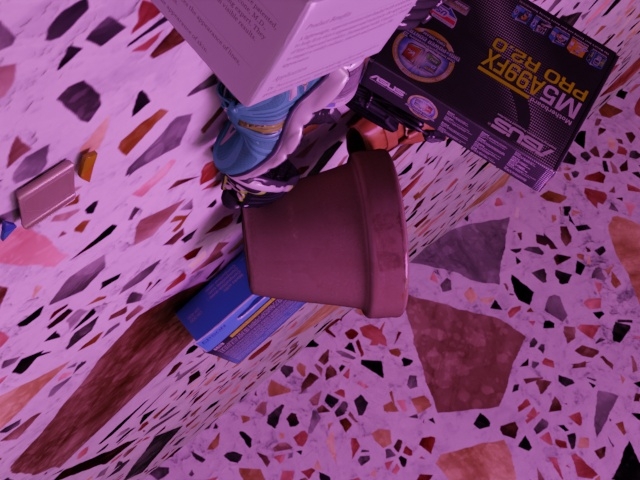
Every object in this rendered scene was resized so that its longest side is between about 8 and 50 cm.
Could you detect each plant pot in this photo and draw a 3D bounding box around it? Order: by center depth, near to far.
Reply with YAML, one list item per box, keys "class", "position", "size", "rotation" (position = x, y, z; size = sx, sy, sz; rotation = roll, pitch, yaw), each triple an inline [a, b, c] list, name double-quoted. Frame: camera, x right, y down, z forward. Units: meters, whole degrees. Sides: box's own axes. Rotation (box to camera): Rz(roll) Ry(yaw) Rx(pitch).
- class: "plant pot"
  position: [0.000, 0.000, 1.625]
  size: [0.229, 0.263, 0.263]
  rotation: [-6, 162, -7]

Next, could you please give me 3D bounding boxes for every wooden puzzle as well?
- class: "wooden puzzle"
  position: [-0.281, -0.048, 1.103]
  size: [0.116, 0.014, 0.078]
  rotation: [-36, 163, -31]

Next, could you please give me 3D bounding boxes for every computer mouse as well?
- class: "computer mouse"
  position: [0.104, -0.189, 1.483]
  size: [0.060, 0.184, 0.262]
  rotation: [-60, 167, 2]

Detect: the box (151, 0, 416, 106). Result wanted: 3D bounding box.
- class: "box"
  position: [-0.033, -0.227, 0.842]
  size: [0.181, 0.182, 0.119]
  rotation: [-30, 166, -45]

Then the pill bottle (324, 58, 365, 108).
- class: "pill bottle"
  position: [0.015, -0.222, 1.287]
  size: [0.078, 0.078, 0.137]
  rotation: [-39, 169, -17]

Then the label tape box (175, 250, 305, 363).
- class: "label tape box"
  position: [-0.122, 0.089, 1.907]
  size: [0.249, 0.115, 0.348]
  rotation: [-42, 166, -2]

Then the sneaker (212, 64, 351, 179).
- class: "sneaker"
  position: [-0.070, -0.166, 1.227]
  size: [0.110, 0.107, 0.275]
  rotation: [2, 151, -28]

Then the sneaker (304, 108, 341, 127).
- class: "sneaker"
  position: [-0.031, -0.169, 1.411]
  size: [0.089, 0.051, 0.170]
  rotation: [-43, 164, 3]

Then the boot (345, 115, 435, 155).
- class: "boot"
  position: [0.140, -0.233, 1.668]
  size: [0.220, 0.109, 0.283]
  rotation: [-29, 165, -15]

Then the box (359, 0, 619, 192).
- class: "box"
  position: [0.218, -0.219, 1.368]
  size: [0.216, 0.270, 0.060]
  rotation: [-56, 176, -27]

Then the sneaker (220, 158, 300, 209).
- class: "sneaker"
  position: [-0.095, -0.073, 1.456]
  size: [0.097, 0.084, 0.234]
  rotation: [-43, 169, 11]

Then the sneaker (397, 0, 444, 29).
- class: "sneaker"
  position: [0.155, -0.340, 1.281]
  size: [0.295, 0.104, 0.147]
  rotation: [-25, 162, -39]
